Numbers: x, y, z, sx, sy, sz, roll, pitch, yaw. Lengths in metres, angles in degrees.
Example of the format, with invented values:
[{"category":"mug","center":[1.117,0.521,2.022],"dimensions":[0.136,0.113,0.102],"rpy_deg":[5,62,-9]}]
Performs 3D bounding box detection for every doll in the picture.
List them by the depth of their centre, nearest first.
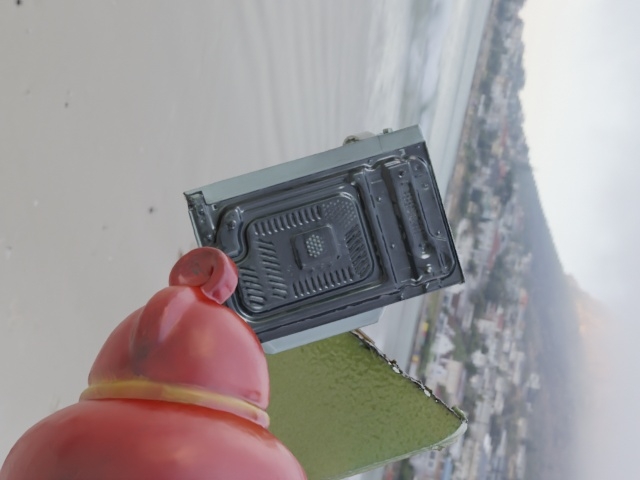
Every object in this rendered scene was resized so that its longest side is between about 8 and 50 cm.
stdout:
[{"category":"doll","center":[-0.095,0.169,0.436],"dimensions":[0.160,0.182,0.363],"rpy_deg":[49,43,-53]}]

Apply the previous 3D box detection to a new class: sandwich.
[{"category":"sandwich","center":[-0.003,0.189,0.827],"dimensions":[0.212,0.245,0.063],"rpy_deg":[-56,151,5]}]

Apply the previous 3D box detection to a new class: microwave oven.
[{"category":"microwave oven","center":[0.000,0.000,0.720],"dimensions":[0.122,0.208,0.162],"rpy_deg":[175,-101,-83]}]
